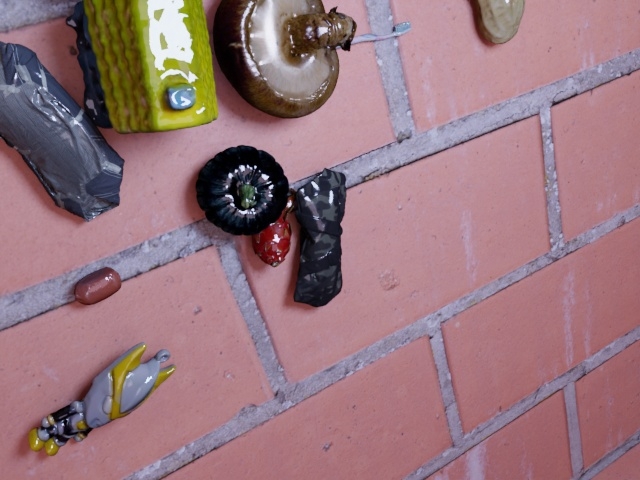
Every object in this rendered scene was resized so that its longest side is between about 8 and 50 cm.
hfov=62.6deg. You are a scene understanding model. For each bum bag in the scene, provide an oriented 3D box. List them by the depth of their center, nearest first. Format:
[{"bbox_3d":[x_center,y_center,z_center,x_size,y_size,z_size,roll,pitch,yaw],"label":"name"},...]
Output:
[{"bbox_3d":[0.000,0.000,1.241,0.144,0.095,0.341,-12,112,-43],"label":"bum bag"}]

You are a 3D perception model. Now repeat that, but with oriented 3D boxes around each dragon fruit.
[{"bbox_3d":[-0.104,-0.034,1.196,0.094,0.094,0.191,22,70,-30],"label":"dragon fruit"}]

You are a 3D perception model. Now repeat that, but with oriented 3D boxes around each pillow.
[{"bbox_3d":[-0.480,-0.182,0.943,0.161,0.093,0.335,-27,120,13],"label":"pillow"}]

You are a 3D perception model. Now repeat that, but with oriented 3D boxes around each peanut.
[{"bbox_3d":[0.412,-0.601,1.252,0.111,0.125,0.274,-40,119,-11],"label":"peanut"}]

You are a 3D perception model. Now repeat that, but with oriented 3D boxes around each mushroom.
[{"bbox_3d":[-0.075,-0.396,1.054,0.278,0.163,0.297,-18,112,-12],"label":"mushroom"}]

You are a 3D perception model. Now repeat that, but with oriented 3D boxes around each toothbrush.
[{"bbox_3d":[0.095,-0.456,1.195,0.269,0.021,0.027,-23,136,-18],"label":"toothbrush"}]

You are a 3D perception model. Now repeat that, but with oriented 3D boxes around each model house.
[{"bbox_3d":[-0.283,-0.306,0.902,0.215,0.303,0.237,-16,111,-29],"label":"model house"}]

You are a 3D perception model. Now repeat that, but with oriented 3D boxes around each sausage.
[{"bbox_3d":[-0.450,0.090,1.060,0.094,0.059,0.054,-29,137,-19],"label":"sausage"}]

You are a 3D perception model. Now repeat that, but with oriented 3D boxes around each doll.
[{"bbox_3d":[-0.454,0.331,1.108,0.316,0.103,0.145,-34,121,-8],"label":"doll"}]

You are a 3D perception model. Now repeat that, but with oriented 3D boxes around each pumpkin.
[{"bbox_3d":[-0.162,-0.106,1.106,0.194,0.150,0.194,11,67,-28],"label":"pumpkin"}]
